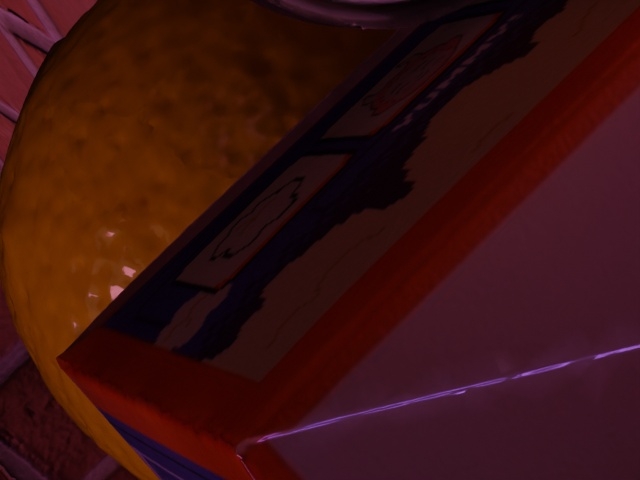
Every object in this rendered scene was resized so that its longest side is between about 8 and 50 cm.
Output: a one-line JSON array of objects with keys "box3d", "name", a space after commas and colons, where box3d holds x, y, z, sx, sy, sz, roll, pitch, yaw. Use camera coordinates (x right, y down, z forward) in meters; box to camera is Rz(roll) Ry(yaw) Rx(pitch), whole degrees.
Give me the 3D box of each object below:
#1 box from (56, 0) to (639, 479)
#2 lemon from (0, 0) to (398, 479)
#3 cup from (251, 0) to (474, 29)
[{"box3d": [0.146, 0.071, 0.674, 0.349, 0.318, 0.257, 49, 165, -15], "name": "box"}, {"box3d": [0.001, 0.001, 0.921, 0.336, 0.336, 0.336, 42, 166, 13], "name": "lemon"}, {"box3d": [0.059, -0.166, 0.555, 0.196, 0.196, 0.279, 52, 158, -23], "name": "cup"}]
